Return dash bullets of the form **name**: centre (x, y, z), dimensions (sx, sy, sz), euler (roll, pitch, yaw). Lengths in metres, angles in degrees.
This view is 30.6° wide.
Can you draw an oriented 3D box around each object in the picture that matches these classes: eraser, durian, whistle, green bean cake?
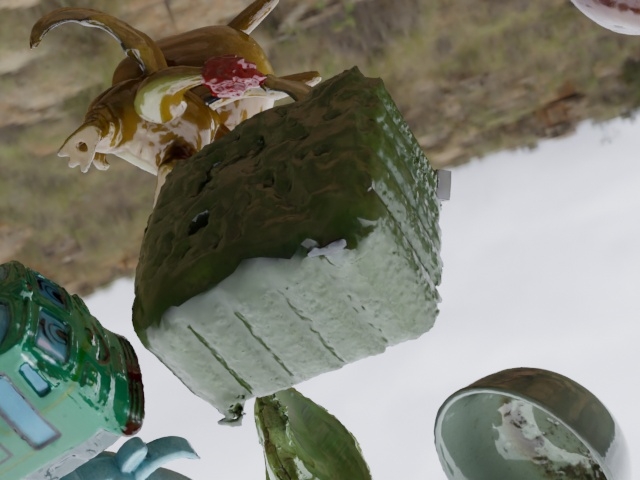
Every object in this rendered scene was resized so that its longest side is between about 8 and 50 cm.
- **eraser**: centre (0.183, -0.075, 1.893), dimensions (0.029, 0.052, 0.122), euler (8, 167, -9)
- **durian**: centre (-0.009, 0.329, 1.718), dimensions (0.163, 0.198, 0.394), euler (-14, -156, -2)
- **whistle**: centre (-0.249, 0.302, 1.396), dimensions (0.274, 0.186, 0.093), euler (20, -162, -48)
- **green bean cake**: centre (-0.030, -0.003, 1.009), dimensions (0.249, 0.156, 0.247), euler (-22, -146, 22)

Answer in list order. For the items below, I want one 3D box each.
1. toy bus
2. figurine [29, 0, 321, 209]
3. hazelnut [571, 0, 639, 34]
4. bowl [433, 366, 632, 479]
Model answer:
- **toy bus**: centre (-0.373, 0.171, 1.187), dimensions (0.343, 0.199, 0.183), euler (-32, -144, 5)
- **figurine**: centre (-0.169, -0.193, 1.662), dimensions (0.400, 0.268, 0.387), euler (10, -155, 13)
- **hazelnut**: centre (0.417, -0.360, 1.521), dimensions (0.217, 0.217, 0.251), euler (-25, -139, -28)
- **bowl**: centre (0.311, 0.279, 1.601), dimensions (0.289, 0.289, 0.146), euler (-9, -156, 47)
